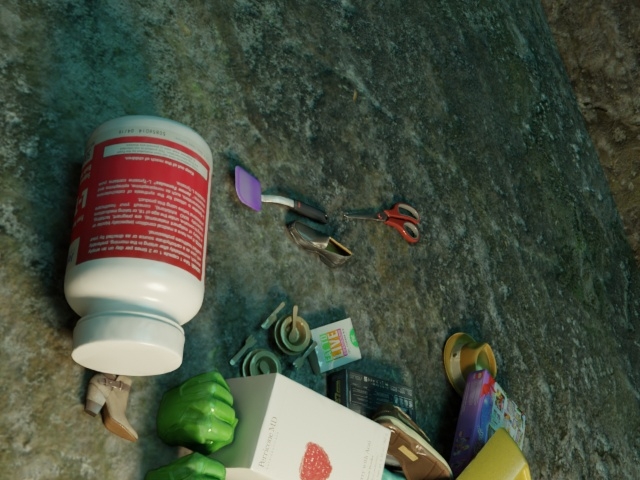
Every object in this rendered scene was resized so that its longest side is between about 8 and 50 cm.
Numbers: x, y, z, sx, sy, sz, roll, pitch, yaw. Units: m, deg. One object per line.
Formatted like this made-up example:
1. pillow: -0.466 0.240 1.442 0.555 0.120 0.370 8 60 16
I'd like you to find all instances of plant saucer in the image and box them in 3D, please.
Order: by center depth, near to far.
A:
1. plant saucer: 0.380 0.630 1.668 0.333 0.081 0.332 -32 113 -42

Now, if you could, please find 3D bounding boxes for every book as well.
1. book: 0.026 0.232 1.717 0.144 0.035 0.096 -11 82 -50

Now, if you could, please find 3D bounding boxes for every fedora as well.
1. fedora: 0.402 0.323 2.022 0.194 0.079 0.194 24 53 -37

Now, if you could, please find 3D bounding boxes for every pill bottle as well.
1. pill bottle: -0.308 0.010 1.329 0.229 0.229 0.407 23 54 -37

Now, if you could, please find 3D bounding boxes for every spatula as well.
1. spatula: -0.084 -0.086 1.766 0.296 0.030 0.084 19 58 -40

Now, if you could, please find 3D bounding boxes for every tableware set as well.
1. tableware set: -0.082 0.223 1.572 0.128 0.039 0.194 51 53 -13

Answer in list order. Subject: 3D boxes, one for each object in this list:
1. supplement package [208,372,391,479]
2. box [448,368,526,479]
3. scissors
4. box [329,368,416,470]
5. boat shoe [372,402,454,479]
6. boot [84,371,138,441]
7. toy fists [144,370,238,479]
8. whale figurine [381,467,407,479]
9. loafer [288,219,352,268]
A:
1. supplement package: -0.044 0.383 1.433 0.293 0.175 0.177 32 59 -30
2. box: 0.405 0.485 1.871 0.201 0.057 0.293 49 41 -23
3. scissors: 0.161 -0.070 2.027 0.297 0.021 0.109 17 61 -39
4. box: 0.118 0.395 1.702 0.233 0.059 0.183 22 55 -39
5. boat shoe: 0.203 0.440 1.659 0.257 0.095 0.095 52 23 -23
6. boot: -0.338 0.270 1.304 0.118 0.042 0.087 43 42 -22
7. toy fists: -0.212 0.357 1.312 0.096 0.142 0.279 32 50 -32
8. whale figurine: 0.156 0.589 1.577 0.216 0.141 0.272 31 48 -32
9. loafer: 0.000 0.000 1.784 0.170 0.061 0.062 33 50 -30
